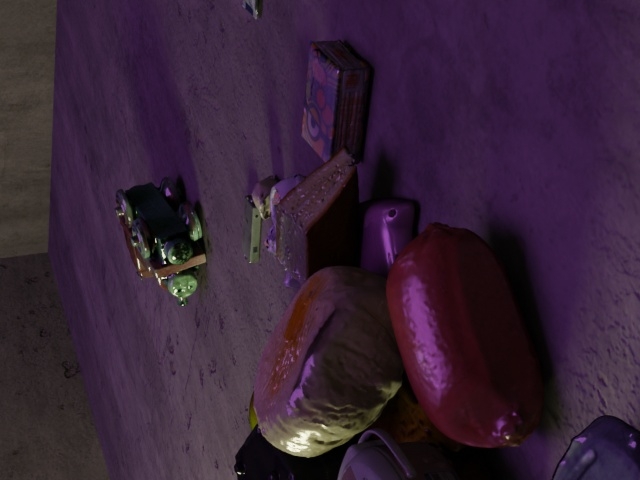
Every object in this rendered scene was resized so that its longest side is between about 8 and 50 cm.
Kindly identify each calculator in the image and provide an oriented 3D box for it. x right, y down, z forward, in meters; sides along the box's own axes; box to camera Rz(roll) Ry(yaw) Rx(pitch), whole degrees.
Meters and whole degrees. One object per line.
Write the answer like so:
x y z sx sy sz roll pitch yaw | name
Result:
0.064 0.044 1.523 0.294 0.043 0.194 159 102 -69 | calculator

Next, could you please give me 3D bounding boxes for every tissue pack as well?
0.018 -0.189 1.533 0.108 0.060 0.148 -129 37 -50 | tissue pack

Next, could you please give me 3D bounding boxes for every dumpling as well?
-0.090 -0.070 1.844 0.076 0.052 0.057 -120 36 -46 | dumpling

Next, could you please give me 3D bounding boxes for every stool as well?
-0.020 0.344 1.486 0.232 0.141 0.232 176 90 -65 | stool

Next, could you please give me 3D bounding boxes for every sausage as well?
0.150 0.102 1.204 0.148 0.148 0.254 150 110 -66 | sausage

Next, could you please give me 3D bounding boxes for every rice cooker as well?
0.100 0.310 1.254 0.206 0.127 0.145 -120 36 -47 | rice cooker

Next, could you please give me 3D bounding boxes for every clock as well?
-0.042 -0.028 1.707 0.117 0.080 0.176 -126 34 -51 | clock

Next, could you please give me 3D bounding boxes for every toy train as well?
-0.338 0.004 2.378 0.304 0.150 0.221 -133 30 -52 | toy train

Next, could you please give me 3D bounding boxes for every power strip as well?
-0.122 -0.026 1.981 0.051 0.019 0.136 -128 37 -54 | power strip

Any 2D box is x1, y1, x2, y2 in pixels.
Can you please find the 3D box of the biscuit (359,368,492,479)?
0.136 0.320 1.403 0.350 0.070 0.394 110 146 -41 | biscuit

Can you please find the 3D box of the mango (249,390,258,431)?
-0.036 0.297 1.733 0.175 0.143 0.293 59 160 30 | mango

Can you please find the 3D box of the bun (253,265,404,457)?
0.020 0.157 1.374 0.244 0.153 0.244 -60 12 22 | bun

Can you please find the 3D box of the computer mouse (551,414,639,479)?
0.274 0.334 1.014 0.203 0.114 0.374 -132 48 -58 | computer mouse

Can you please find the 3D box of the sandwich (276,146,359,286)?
0.000 0.000 1.502 0.094 0.096 0.258 -127 31 -48 | sandwich

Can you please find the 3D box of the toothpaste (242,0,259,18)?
-0.111 -0.464 1.793 0.062 0.037 0.216 -124 30 -47 | toothpaste
